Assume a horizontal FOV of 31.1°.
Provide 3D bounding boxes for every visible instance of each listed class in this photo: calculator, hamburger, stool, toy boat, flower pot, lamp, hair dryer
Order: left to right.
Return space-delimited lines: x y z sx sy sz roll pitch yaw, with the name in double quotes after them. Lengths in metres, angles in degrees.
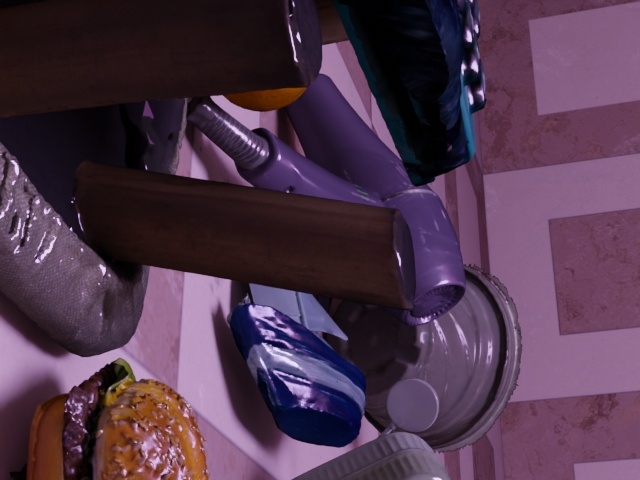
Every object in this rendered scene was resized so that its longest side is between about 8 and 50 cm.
-0.107 0.151 0.649 0.137 0.087 0.165 -42 131 -83 "hamburger"
-0.082 -0.126 0.656 0.310 0.226 0.310 63 23 -57 "stool"
-0.016 0.069 1.094 0.210 0.070 0.291 58 19 -30 "toy boat"
-0.013 -0.081 1.090 0.361 0.121 0.301 27 29 -56 "hair dryer"
0.046 0.207 1.105 0.050 0.198 0.056 44 17 14 "lamp"
0.045 -0.185 0.616 0.274 0.058 0.248 61 26 -59 "calculator"
0.099 0.122 1.311 0.141 0.236 0.235 21 60 -48 "flower pot"

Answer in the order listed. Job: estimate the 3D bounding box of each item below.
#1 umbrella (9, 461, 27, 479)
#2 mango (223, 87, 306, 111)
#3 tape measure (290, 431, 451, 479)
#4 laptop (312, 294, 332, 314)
-0.160 0.126 0.647 0.022 0.013 0.122 58 20 -7 "umbrella"
-0.056 -0.152 0.928 0.115 0.089 0.165 46 -6 12 "mango"
0.052 0.305 0.981 0.235 0.207 0.115 66 -6 -22 "tape measure"
0.000 0.000 1.325 0.180 0.016 0.129 -76 156 -57 "laptop"
